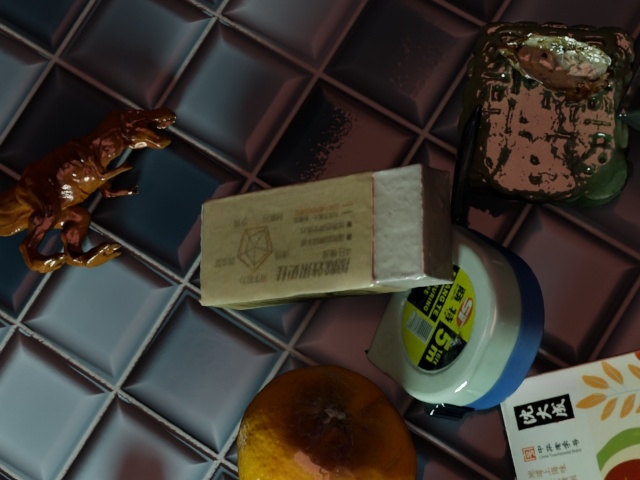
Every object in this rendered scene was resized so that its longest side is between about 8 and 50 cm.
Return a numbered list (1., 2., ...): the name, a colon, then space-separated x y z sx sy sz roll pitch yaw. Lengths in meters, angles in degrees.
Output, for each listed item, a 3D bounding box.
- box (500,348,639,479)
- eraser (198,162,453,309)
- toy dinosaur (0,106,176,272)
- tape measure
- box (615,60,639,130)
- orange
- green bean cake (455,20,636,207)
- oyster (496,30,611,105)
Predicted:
1. box: 0.419 0.284 1.340 0.385 0.122 0.344 -19 76 34
2. eraser: 0.000 0.000 1.483 0.343 0.078 0.144 -8 78 37
3. toy dinosaur: -0.373 -0.038 1.614 0.432 0.097 0.208 -24 64 0
4. tape measure: 0.187 0.033 1.433 0.215 0.098 0.351 38 111 53
5. box: 0.555 -0.241 1.412 0.251 0.204 0.345 27 84 -20
6. orange: 0.009 0.252 1.451 0.224 0.170 0.224 5 52 -6
7. green bean cake: 0.287 -0.154 1.528 0.223 0.125 0.227 6 86 10
8. oyster: 0.282 -0.215 1.457 0.132 0.029 0.086 42 91 9
